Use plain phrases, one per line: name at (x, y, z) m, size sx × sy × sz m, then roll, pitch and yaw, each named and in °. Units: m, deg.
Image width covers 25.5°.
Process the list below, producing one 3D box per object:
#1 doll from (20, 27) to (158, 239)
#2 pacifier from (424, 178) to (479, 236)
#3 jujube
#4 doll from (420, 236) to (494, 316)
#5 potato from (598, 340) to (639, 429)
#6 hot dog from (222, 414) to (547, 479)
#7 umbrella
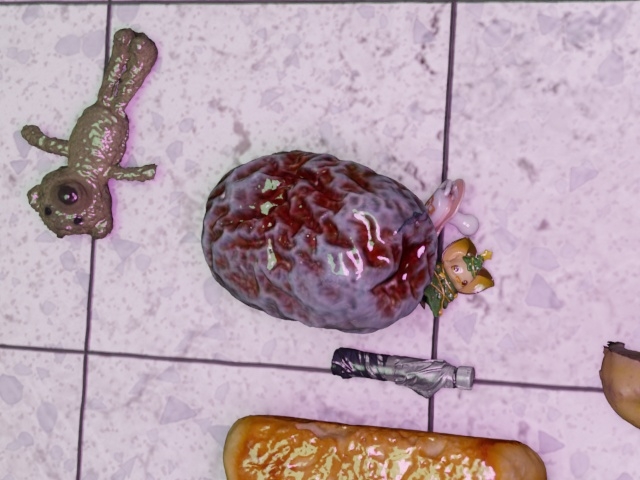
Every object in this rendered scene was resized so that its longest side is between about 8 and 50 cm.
doll at (-0.300, -0.141, 1.969) m, size 0.286 × 0.091 × 0.202 m, roll -43°, pitch 87°, yaw 0°
pacifier at (0.170, -0.034, 1.826) m, size 0.078 × 0.081 × 0.099 m, roll 27°, pitch 123°, yaw -14°
jujube at (0.000, 0.000, 1.773) m, size 0.317 × 0.226 × 0.226 m, roll 12°, pitch 90°, yaw 43°
doll at (0.166, 0.044, 1.828) m, size 0.113 × 0.077 × 0.078 m, roll -35°, pitch 105°, yaw -16°
potato at (0.448, 0.191, 1.682) m, size 0.243 × 0.138 × 0.098 m, roll 9°, pitch 94°, yaw 20°
hot dog at (0.072, 0.340, 1.763) m, size 0.405 × 0.185 × 0.223 m, roll 4°, pitch 87°, yaw 18°
umbrella at (0.106, 0.172, 1.838) m, size 0.188 × 0.046 × 0.050 m, roll 6°, pitch 102°, yaw 14°
